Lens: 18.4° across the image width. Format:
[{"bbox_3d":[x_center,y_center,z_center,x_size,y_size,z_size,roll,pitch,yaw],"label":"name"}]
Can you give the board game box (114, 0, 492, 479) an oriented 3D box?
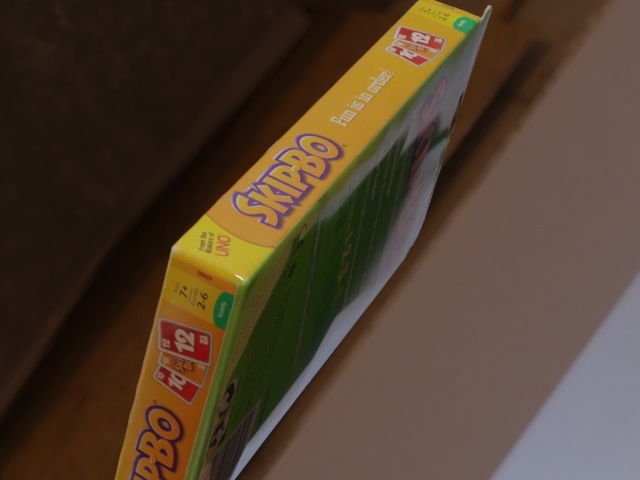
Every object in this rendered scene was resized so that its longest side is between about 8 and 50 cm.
[{"bbox_3d":[0.000,0.000,0.752,0.039,0.124,0.259,26,34,14],"label":"board game box"}]
